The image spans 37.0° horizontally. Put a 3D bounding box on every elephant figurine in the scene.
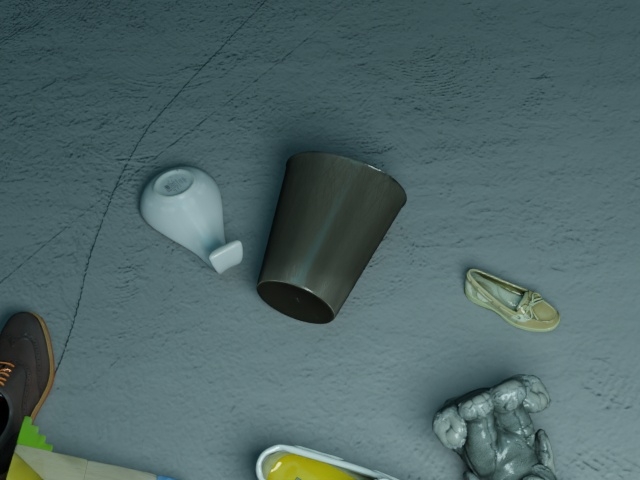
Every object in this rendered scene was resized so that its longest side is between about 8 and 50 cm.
[{"bbox_3d":[0.250,0.309,1.242,0.169,0.186,0.239,-29,81,27],"label":"elephant figurine"}]

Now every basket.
[{"bbox_3d":[0.000,0.000,1.472,0.204,0.154,0.227,15,63,16],"label":"basket"}]

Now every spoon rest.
[{"bbox_3d":[-0.205,-0.032,1.564,0.137,0.084,0.276,-27,45,-14],"label":"spoon rest"}]

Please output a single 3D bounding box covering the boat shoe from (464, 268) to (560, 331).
[{"bbox_3d":[0.288,0.088,1.439,0.153,0.048,0.056,28,63,22],"label":"boat shoe"}]

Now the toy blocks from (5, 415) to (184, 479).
[{"bbox_3d":[-0.291,0.424,1.192,0.261,0.191,0.381,16,38,-13],"label":"toy blocks"}]

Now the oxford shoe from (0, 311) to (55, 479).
[{"bbox_3d":[-0.455,0.212,1.399,0.097,0.098,0.271,-4,56,3],"label":"oxford shoe"}]

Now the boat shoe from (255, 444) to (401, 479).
[{"bbox_3d":[0.076,0.350,1.209,0.367,0.156,0.136,24,71,21],"label":"boat shoe"}]
